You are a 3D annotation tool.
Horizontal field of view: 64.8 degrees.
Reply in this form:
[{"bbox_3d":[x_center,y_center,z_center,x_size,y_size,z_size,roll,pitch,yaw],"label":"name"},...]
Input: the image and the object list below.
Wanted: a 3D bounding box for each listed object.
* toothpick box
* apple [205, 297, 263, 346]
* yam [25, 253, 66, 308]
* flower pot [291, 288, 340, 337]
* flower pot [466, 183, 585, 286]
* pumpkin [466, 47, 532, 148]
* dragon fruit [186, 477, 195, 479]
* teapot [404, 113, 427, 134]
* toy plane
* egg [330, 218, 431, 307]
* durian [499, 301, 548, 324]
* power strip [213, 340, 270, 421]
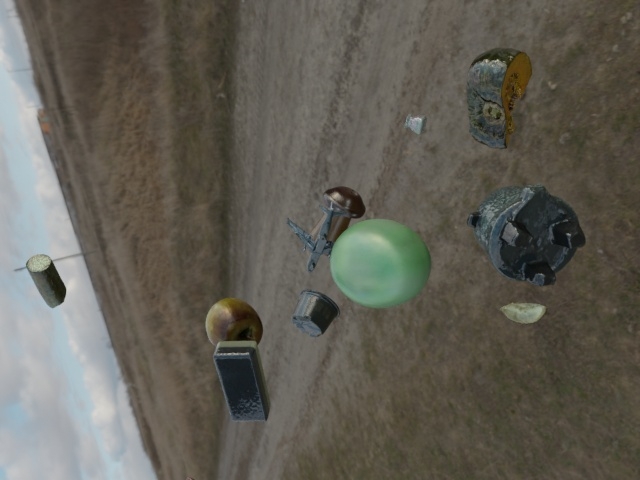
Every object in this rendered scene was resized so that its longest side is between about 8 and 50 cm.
[{"bbox_3d":[0.066,-0.088,2.148,0.192,0.192,0.294,52,127,39],"label":"toothpick box"},{"bbox_3d":[-0.250,0.243,1.455,0.147,0.163,0.146,20,80,50],"label":"apple"},{"bbox_3d":[-0.748,0.111,1.388,0.070,0.070,0.146,36,145,54],"label":"yam"},{"bbox_3d":[-0.025,0.253,1.705,0.157,0.107,0.157,20,144,15],"label":"flower pot"},{"bbox_3d":[0.614,-0.034,1.513,0.283,0.299,0.299,-103,7,-67],"label":"flower pot"},{"bbox_3d":[0.558,-0.455,1.572,0.139,0.190,0.280,22,144,39],"label":"pumpkin"},{"bbox_3d":[-0.331,0.750,1.125,0.314,0.263,0.296,54,130,15],"label":"dragon fruit"},{"bbox_3d":[0.325,-0.399,1.718,0.064,0.083,0.064,22,113,17],"label":"teapot"},{"bbox_3d":[0.001,0.000,1.438,0.058,0.226,0.226,-105,32,-70],"label":"toy plane"},{"bbox_3d":[0.146,0.057,1.242,0.270,0.220,0.220,6,111,47],"label":"egg"},{"bbox_3d":[0.577,0.208,1.432,0.066,0.130,0.052,57,-147,-56],"label":"durian"},{"bbox_3d":[-0.201,0.373,1.321,0.070,0.105,0.256,-78,-16,-59],"label":"power strip"}]
